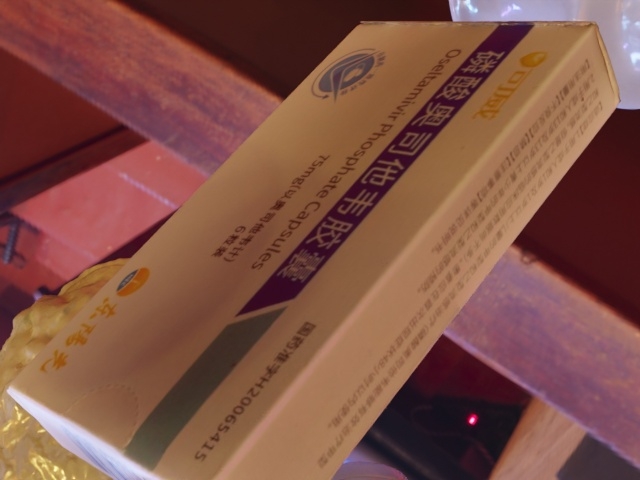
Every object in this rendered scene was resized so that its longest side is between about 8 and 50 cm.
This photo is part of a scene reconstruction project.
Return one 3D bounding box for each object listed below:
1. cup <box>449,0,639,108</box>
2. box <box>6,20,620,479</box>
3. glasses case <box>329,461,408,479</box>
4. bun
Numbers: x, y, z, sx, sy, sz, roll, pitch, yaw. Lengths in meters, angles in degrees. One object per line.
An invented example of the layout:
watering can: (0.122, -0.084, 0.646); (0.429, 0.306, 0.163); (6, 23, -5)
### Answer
cup: (0.302, -0.258, 0.902); (0.163, 0.347, 0.347); (49, 135, 44)
box: (0.000, 0.000, 0.580); (0.200, 0.343, 0.065); (13, 144, 48)
glasses case: (-0.017, 0.192, 0.543); (0.193, 0.074, 0.049); (-56, 38, 25)
bun: (-0.202, 0.171, 0.893); (0.227, 0.352, 0.349); (31, 149, -13)
